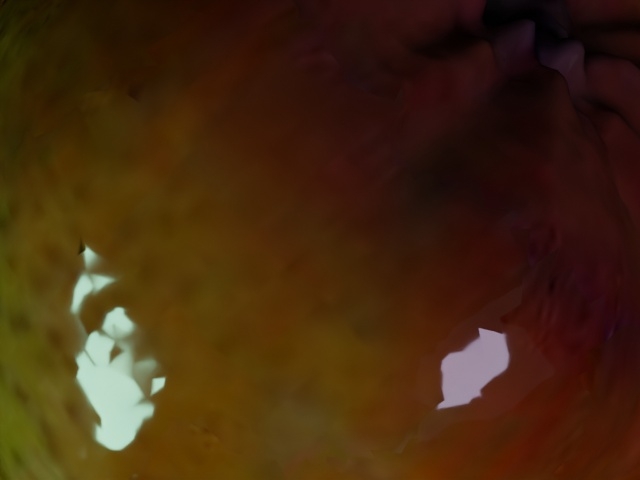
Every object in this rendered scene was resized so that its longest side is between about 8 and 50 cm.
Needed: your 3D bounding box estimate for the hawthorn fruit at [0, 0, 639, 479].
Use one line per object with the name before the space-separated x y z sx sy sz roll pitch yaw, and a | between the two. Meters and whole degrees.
hawthorn fruit | 0.000 0.000 1.020 0.471 0.472 0.472 -19 134 -20
